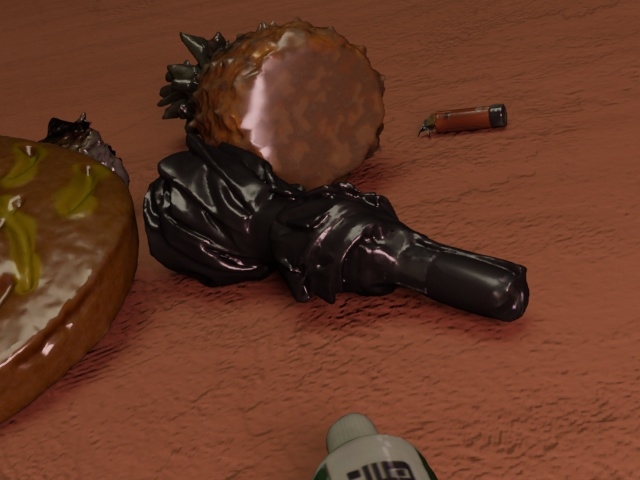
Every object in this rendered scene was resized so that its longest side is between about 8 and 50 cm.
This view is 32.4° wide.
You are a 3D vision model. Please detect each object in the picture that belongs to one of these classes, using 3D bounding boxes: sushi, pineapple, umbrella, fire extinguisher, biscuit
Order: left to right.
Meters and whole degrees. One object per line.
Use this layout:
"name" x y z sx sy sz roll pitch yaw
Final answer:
"biscuit" -0.336 0.028 0.863 0.394 0.070 0.350 7 45 27
"sushi" -0.230 -0.055 1.032 0.084 0.094 0.098 0 45 31
"pineapple" -0.069 -0.133 1.066 0.169 0.169 0.340 -24 18 -19
"umbrella" 0.000 0.000 0.802 0.340 0.118 0.118 16 38 38
"fire extinguisher" 0.132 -0.111 1.033 0.083 0.022 0.028 -4 57 23

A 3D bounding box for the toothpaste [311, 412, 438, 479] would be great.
"toothpaste" 0.050 0.181 0.418 0.098 0.061 0.392 -15 26 -5
